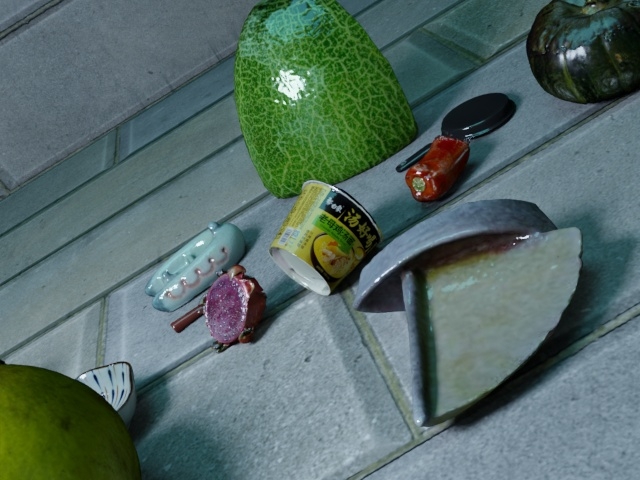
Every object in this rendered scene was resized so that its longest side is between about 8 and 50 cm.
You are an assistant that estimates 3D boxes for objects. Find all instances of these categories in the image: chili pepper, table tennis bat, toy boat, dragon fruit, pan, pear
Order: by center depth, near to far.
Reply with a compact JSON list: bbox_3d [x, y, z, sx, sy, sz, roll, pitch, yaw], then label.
[{"bbox_3d":[-0.381,0.307,0.987,0.352,0.352,0.413,-27,16,12],"label":"pear"},{"bbox_3d":[0.188,0.067,1.035,0.276,0.111,0.293,-31,37,1],"label":"toy boat"},{"bbox_3d":[-0.122,0.102,1.340,0.112,0.126,0.068,-18,-14,41],"label":"dragon fruit"},{"bbox_3d":[0.183,-0.112,1.389,0.123,0.073,0.070,-48,-13,-34],"label":"chili pepper"},{"bbox_3d":[-0.184,0.105,1.480,0.155,0.019,0.098,-34,25,-11],"label":"table tennis bat"},{"bbox_3d":[0.228,-0.190,1.522,0.235,0.028,0.136,-32,24,1],"label":"pan"},{"bbox_3d":[-0.231,0.039,1.585,0.208,0.079,0.134,-37,22,-6],"label":"toy boat"}]

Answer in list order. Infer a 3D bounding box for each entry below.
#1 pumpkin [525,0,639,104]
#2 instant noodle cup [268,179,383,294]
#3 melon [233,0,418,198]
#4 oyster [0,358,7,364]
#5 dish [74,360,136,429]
[{"bbox_3d":[0.432,-0.319,1.366,0.238,0.159,0.238,-22,26,11],"label":"pumpkin"},{"bbox_3d":[0.000,0.000,1.315,0.122,0.151,0.151,-50,29,-17],"label":"instant noodle cup"},{"bbox_3d":[-0.019,-0.292,1.641,0.331,0.343,0.226,-20,23,30],"label":"melon"},{"bbox_3d":[-0.594,0.275,1.407,0.112,0.198,0.268,-26,-7,24],"label":"oyster"},{"bbox_3d":[-0.335,0.268,1.297,0.191,0.066,0.190,-25,29,15],"label":"dish"}]
